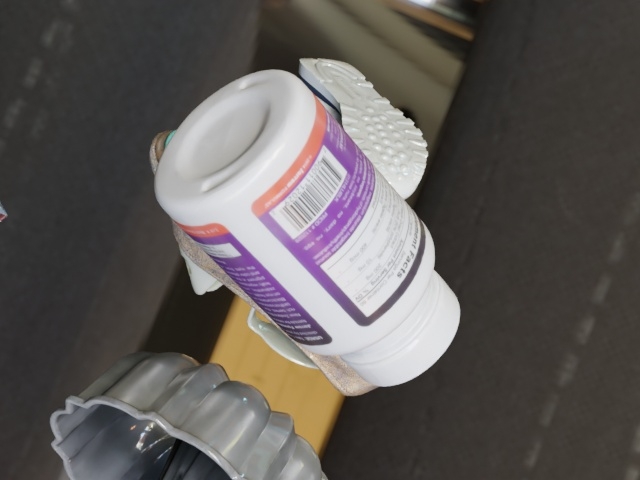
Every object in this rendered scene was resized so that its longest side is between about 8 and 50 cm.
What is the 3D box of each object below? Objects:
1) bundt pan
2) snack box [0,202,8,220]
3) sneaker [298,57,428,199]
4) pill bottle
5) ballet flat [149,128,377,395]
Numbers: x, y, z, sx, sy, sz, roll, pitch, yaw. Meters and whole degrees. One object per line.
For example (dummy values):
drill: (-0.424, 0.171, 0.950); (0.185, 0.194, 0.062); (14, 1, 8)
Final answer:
bundt pan: (-0.127, 0.244, 1.713); (0.124, 0.331, 0.331); (-53, 177, -32)
snack box: (-0.394, -0.003, 1.374); (0.207, 0.070, 0.174); (-30, 173, 0)
sneaker: (0.034, -0.096, 1.606); (0.235, 0.090, 0.095); (58, -46, 50)
pill bottle: (0.000, 0.000, 0.935); (0.108, 0.193, 0.108); (-27, -144, 22)
ballet flat: (-0.054, 0.034, 1.440); (0.106, 0.316, 0.107); (-41, -171, 39)
